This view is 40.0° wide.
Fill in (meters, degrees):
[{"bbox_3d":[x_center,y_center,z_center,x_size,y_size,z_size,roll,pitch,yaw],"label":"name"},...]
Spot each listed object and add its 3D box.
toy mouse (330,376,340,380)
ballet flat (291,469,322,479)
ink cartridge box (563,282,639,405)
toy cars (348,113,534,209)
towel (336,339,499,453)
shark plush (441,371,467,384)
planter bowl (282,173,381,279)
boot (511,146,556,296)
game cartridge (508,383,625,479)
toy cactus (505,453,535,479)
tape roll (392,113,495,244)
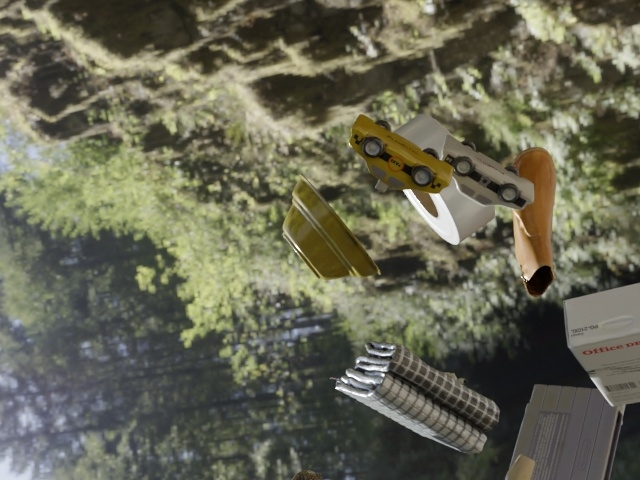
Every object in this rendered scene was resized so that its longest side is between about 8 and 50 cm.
[{"bbox_3d":[0.101,0.415,2.470,0.143,0.161,0.031,22,-100,-84],"label":"toy mouse"},{"bbox_3d":[-0.035,0.489,1.384,0.084,0.058,0.250,133,144,-69],"label":"ballet flat"},{"bbox_3d":[0.535,0.177,1.492,0.237,0.172,0.100,46,-142,-42],"label":"ink cartridge box"},{"bbox_3d":[0.205,-0.115,1.528,0.393,0.087,0.176,7,-144,-36],"label":"toy cars"},{"bbox_3d":[0.182,0.290,1.663,0.121,0.235,0.283,-61,8,-11],"label":"towel"},{"bbox_3d":[0.333,0.390,2.362,0.161,0.073,0.067,-154,64,-72],"label":"shark plush"},{"bbox_3d":[0.000,0.000,1.475,0.217,0.090,0.217,51,179,1],"label":"planter bowl"},{"bbox_3d":[0.470,-0.033,1.894,0.295,0.104,0.211,79,-172,-48],"label":"boot"},{"bbox_3d":[0.564,0.505,2.051,0.068,0.230,0.355,49,-128,-34],"label":"game cartridge"},{"bbox_3d":[0.373,0.518,1.781,0.180,0.112,0.219,-63,2,-10],"label":"toy cactus"},{"bbox_3d":[0.254,-0.133,1.911,0.286,0.100,0.286,55,175,7],"label":"tape roll"}]
